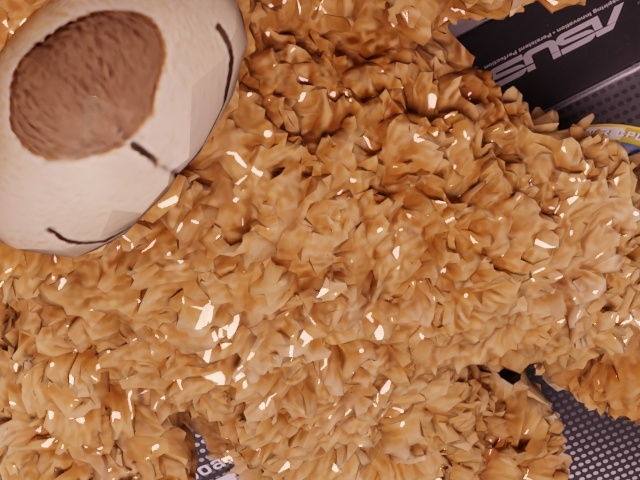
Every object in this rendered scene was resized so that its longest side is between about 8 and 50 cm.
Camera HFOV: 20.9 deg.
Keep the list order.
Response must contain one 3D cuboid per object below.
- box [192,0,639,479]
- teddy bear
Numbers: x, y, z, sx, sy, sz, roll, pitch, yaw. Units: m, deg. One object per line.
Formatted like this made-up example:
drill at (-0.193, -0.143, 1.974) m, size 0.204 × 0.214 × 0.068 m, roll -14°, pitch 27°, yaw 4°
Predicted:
box at (0.038, 0.048, 0.630) m, size 0.270 × 0.060 × 0.216 m, roll -26°, pitch 130°, yaw 13°
teddy bear at (0.000, 0.000, 0.453) m, size 0.245 × 0.113 × 0.338 m, roll -25°, pitch 137°, yaw 6°
